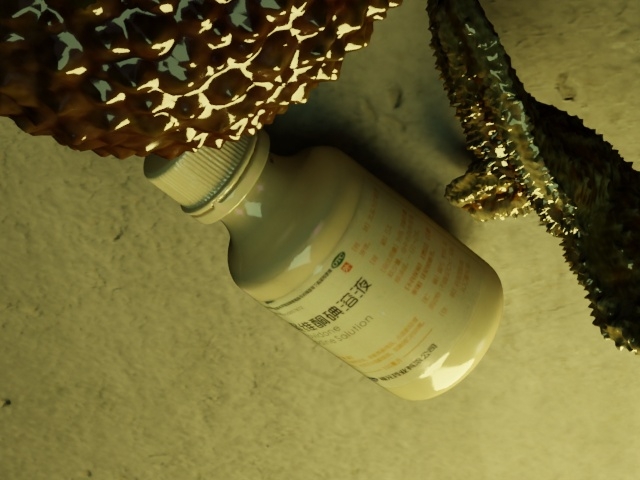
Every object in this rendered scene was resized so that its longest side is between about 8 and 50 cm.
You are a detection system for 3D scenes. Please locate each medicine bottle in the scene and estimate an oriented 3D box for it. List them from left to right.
[{"bbox_3d":[0.000,0.000,1.022,0.252,0.114,0.114,37,126,-25],"label":"medicine bottle"}]

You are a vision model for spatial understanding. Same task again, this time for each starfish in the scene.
[{"bbox_3d":[0.135,-0.046,0.891,0.113,0.312,0.303,-36,87,1],"label":"starfish"}]

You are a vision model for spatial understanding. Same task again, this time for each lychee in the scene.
[{"bbox_3d":[-0.073,-0.171,0.774,0.267,0.267,0.267,3,133,3],"label":"lychee"}]
